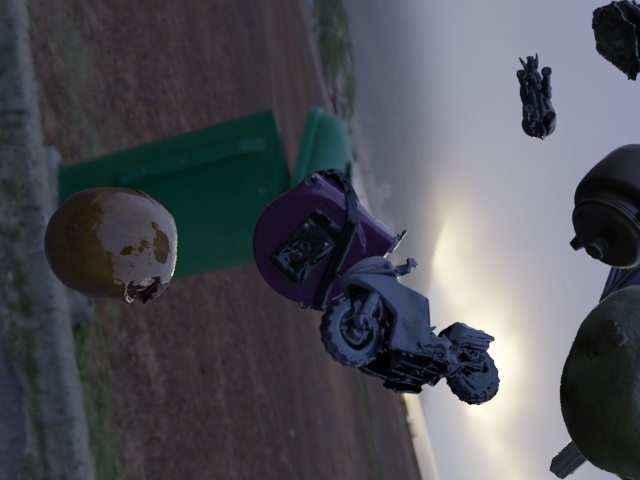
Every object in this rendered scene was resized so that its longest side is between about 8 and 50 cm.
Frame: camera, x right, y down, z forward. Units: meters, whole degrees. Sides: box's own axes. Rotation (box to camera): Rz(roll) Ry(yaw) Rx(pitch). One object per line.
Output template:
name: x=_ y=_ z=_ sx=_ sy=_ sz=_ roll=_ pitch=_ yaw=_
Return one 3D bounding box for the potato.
potato: x=0.365 y=0.152 z=1.135 sx=0.159 sy=0.174 sz=0.251 roll=-24 pitch=-138 yaw=55

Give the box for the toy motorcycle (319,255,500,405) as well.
toy motorcycle: x=0.115 y=0.110 z=1.269 sx=0.106 sy=0.270 sz=0.159 roll=-39 pitch=-139 yaw=45

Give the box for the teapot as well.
teapot: x=0.489 y=-0.037 z=1.601 sx=0.185 sy=0.175 sz=0.267 roll=47 pitch=-23 yaw=-3

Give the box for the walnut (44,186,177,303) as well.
walnut: x=-0.336 y=0.006 z=1.682 sx=0.298 sy=0.203 sz=0.203 roll=24 pitch=52 yaw=-81

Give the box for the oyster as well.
oyster: x=0.700 y=-0.474 z=2.303 sx=0.351 sy=0.158 sz=0.162 roll=-84 pitch=-174 yaw=-61

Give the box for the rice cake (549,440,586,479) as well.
rice cake: x=0.511 y=0.412 z=1.991 sx=0.256 sy=0.052 sz=0.057 roll=104 pitch=0 yaw=-61

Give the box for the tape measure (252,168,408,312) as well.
tape measure: x=0.000 y=0.000 z=1.845 sx=0.231 sy=0.245 sz=0.149 roll=39 pitch=11 yaw=3

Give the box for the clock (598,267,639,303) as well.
clock: x=0.586 y=0.038 z=1.803 sx=0.145 sy=0.073 sz=0.193 roll=-56 pitch=175 yaw=-41

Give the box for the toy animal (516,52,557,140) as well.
toy animal: x=0.501 y=-0.355 z=2.364 sx=0.137 sy=0.082 sz=0.269 roll=64 pitch=21 yaw=-63
